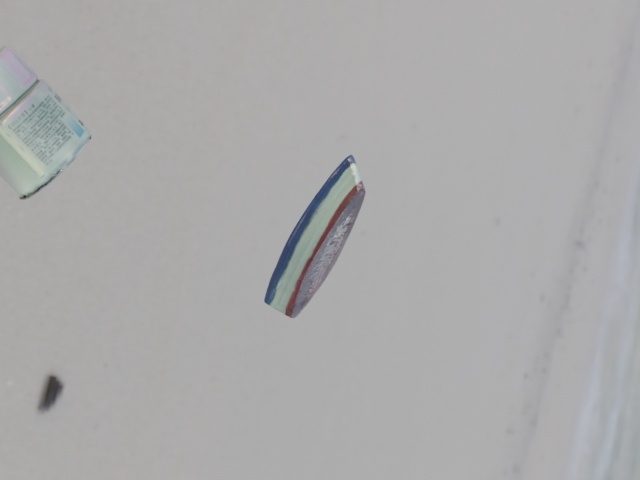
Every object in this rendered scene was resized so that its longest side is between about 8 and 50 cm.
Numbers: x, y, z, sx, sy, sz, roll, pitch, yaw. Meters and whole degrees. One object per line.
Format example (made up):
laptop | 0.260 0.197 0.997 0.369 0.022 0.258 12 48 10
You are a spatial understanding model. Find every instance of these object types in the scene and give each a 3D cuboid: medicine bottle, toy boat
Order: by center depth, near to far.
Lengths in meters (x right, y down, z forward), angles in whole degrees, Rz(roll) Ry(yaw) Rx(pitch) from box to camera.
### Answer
toy boat | 0.000 0.000 1.588 0.080 0.046 0.229 -1 133 -39
medicine bottle | -0.405 -0.158 1.779 0.168 0.135 0.135 48 44 -18
